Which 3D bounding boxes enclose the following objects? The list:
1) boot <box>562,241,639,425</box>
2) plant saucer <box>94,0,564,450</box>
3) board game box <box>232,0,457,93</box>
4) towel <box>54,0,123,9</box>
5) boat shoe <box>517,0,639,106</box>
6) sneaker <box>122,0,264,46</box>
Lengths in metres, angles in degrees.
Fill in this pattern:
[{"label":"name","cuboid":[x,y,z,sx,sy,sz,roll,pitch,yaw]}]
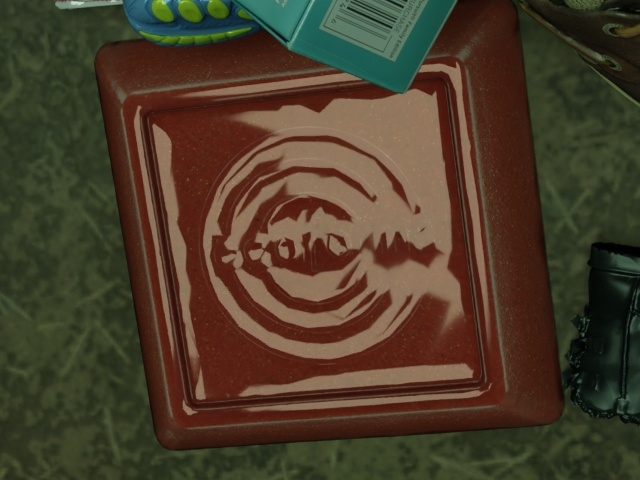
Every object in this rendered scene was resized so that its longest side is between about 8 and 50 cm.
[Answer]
[{"label":"boot","cuboid":[0.199,0.058,1.043,0.121,0.045,0.099,10,102,18]},{"label":"plant saucer","cuboid":[0.000,0.000,1.073,0.258,0.048,0.259,-5,100,13]},{"label":"board game box","cuboid":[-0.016,-0.257,0.878,0.336,0.079,0.254,42,107,45]},{"label":"towel","cuboid":[-0.100,-0.237,1.050,0.144,0.029,0.197,-4,101,13]},{"label":"boat shoe","cuboid":[0.165,-0.141,0.963,0.342,0.123,0.123,37,107,2]},{"label":"sneaker","cuboid":[-0.018,-0.155,1.007,0.188,0.067,0.078,-6,69,-13]}]
